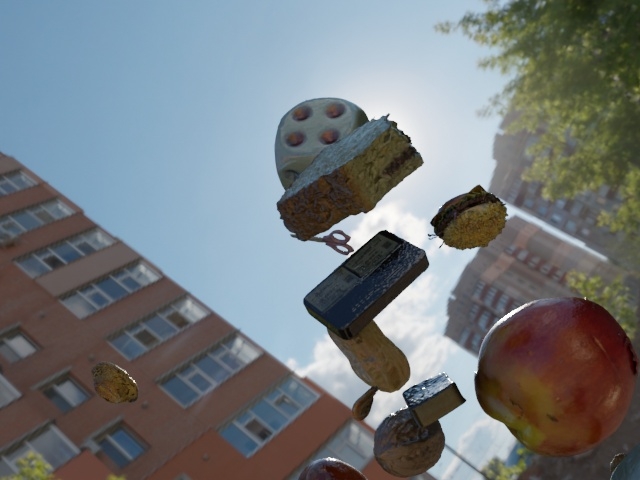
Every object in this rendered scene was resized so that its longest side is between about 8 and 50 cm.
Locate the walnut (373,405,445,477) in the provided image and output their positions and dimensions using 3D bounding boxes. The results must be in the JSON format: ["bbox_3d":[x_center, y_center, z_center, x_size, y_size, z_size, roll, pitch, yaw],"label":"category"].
[{"bbox_3d":[0.230,0.531,1.799,0.230,0.178,0.178,-11,-51,-43],"label":"walnut"}]

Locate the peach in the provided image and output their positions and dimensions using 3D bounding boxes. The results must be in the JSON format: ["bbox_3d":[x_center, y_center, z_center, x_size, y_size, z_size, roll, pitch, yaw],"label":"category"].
[{"bbox_3d":[0.546,0.307,1.573,0.370,0.370,0.370,-42,-29,-30],"label":"peach"}]

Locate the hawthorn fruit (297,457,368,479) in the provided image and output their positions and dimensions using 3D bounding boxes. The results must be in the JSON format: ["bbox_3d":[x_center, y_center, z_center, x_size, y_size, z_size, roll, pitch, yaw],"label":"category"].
[{"bbox_3d":[0.043,0.728,1.939,0.263,0.231,0.235,-18,-26,-23],"label":"hawthorn fruit"}]

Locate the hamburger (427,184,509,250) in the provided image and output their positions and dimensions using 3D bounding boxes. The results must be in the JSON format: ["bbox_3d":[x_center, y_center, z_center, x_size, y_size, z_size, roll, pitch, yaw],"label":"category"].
[{"bbox_3d":[0.472,-0.053,2.171,0.262,0.138,0.243,-34,-33,22],"label":"hamburger"}]

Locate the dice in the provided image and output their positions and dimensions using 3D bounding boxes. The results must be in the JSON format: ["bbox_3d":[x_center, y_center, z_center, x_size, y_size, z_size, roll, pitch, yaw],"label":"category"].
[{"bbox_3d":[0.020,-0.276,2.183,0.264,0.268,0.262,67,-152,-51],"label":"dice"}]

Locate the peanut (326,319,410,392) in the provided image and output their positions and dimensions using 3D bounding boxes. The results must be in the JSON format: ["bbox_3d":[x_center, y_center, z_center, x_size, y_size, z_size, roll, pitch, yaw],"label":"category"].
[{"bbox_3d":[0.130,0.312,1.995,0.152,0.313,0.152,-38,-17,-14],"label":"peanut"}]

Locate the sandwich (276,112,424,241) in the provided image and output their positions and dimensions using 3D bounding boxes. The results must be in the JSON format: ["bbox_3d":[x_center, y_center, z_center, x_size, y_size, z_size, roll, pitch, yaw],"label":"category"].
[{"bbox_3d":[0.079,-0.150,1.513,0.325,0.131,0.262,-25,20,48],"label":"sandwich"}]

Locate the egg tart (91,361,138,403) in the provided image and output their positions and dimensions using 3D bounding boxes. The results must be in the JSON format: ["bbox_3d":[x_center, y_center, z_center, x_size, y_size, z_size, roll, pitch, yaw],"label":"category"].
[{"bbox_3d":[-0.491,0.342,1.616,0.052,0.130,0.130,-56,-18,-48],"label":"egg tart"}]

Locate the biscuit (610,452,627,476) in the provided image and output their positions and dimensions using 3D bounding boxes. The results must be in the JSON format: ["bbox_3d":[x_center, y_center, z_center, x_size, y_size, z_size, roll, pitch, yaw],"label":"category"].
[{"bbox_3d":[0.676,0.549,1.418,0.033,0.220,0.220,-20,-35,-9],"label":"biscuit"}]

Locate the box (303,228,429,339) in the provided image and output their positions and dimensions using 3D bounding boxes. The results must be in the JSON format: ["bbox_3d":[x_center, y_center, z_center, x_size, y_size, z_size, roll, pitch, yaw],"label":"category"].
[{"bbox_3d":[0.131,0.120,1.975,0.350,0.211,0.058,-40,-50,-16],"label":"box"}]

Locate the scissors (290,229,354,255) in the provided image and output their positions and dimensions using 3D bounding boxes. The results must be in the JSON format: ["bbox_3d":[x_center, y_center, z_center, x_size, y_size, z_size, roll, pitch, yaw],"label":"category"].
[{"bbox_3d":[0.000,0.000,2.114,0.110,0.212,0.021,74,-150,-45],"label":"scissors"}]

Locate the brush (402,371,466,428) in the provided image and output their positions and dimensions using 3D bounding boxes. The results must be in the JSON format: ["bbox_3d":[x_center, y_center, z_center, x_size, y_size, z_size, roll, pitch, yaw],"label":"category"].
[{"bbox_3d":[0.257,0.362,1.570,0.123,0.059,0.197,-28,-3,0],"label":"brush"}]

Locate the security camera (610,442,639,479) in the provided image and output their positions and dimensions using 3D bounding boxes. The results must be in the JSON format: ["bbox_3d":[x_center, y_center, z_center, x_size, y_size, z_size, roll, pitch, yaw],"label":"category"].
[{"bbox_3d":[0.513,0.472,1.170,0.301,0.080,0.157,-57,5,26],"label":"security camera"}]

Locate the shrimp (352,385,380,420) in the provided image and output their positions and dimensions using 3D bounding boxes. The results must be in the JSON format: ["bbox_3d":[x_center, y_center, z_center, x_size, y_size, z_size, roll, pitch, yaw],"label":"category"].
[{"bbox_3d":[0.115,0.406,1.698,0.108,0.023,0.059,-34,-66,-38],"label":"shrimp"}]
